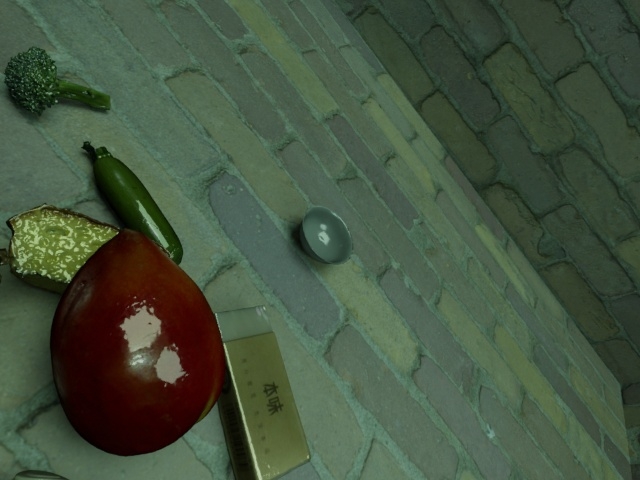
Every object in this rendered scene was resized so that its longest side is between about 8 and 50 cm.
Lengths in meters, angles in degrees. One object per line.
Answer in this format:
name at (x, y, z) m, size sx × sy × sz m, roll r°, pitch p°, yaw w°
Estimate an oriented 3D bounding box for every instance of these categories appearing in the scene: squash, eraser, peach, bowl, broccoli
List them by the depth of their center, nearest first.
peach at (-0.270, 0.165, 0.633) m, size 0.257 × 0.201 × 0.362 m, roll -8°, pitch 101°, yaw -37°
eraser at (-0.139, 0.314, 0.845) m, size 0.144 × 0.078 × 0.343 m, roll -2°, pitch 66°, yaw -46°
squash at (-0.398, -0.078, 0.850) m, size 0.331 × 0.087 × 0.087 m, roll 55°, pitch 41°, yaw 2°
broccoli at (-0.549, -0.324, 0.860) m, size 0.122 × 0.118 × 0.204 m, roll 45°, pitch 23°, yaw 20°
bowl at (0.000, 0.000, 1.179) m, size 0.189 × 0.086 × 0.189 m, roll 22°, pitch 52°, yaw -31°

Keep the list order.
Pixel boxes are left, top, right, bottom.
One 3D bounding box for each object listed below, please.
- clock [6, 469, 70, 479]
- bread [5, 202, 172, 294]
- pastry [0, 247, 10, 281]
clock at (-0.394, 0.419, 0.465) m, size 0.324 × 0.108 × 0.265 m, roll 0°, pitch 80°, yaw -48°
bread at (-0.418, 0.037, 0.717) m, size 0.260 × 0.134 × 0.129 m, roll 24°, pitch 62°, yaw -38°
pastry at (-0.611, 0.013, 0.421) m, size 0.337 × 0.292 × 0.405 m, roll 36°, pitch 12°, yaw 16°
